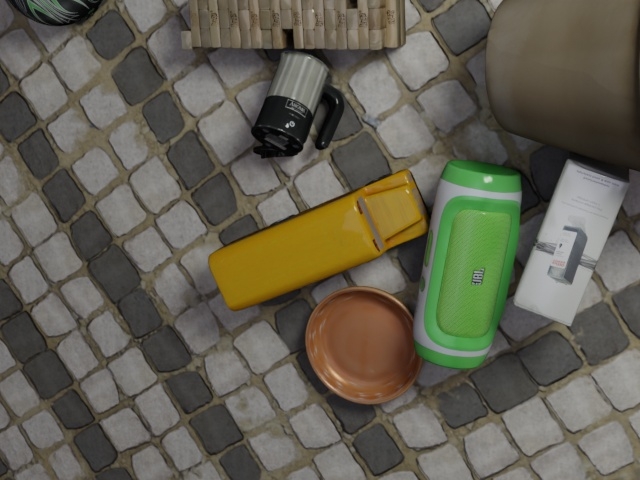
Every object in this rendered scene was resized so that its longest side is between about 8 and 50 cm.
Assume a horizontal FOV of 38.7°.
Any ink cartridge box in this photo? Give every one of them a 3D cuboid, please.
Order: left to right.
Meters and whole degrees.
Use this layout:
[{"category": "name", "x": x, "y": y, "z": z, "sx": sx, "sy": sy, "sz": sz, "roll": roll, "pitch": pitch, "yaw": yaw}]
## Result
[{"category": "ink cartridge box", "x": 0.353, "y": -0.009, "z": 1.286, "sx": 0.092, "sy": 0.158, "sz": 0.218, "roll": 23, "pitch": 109, "yaw": 12}]

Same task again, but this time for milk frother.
[{"category": "milk frother", "x": -0.051, "y": -0.201, "z": 1.422, "sx": 0.143, "sy": 0.129, "sz": 0.134, "roll": 1, "pitch": 65, "yaw": 47}]

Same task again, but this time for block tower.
[{"category": "block tower", "x": -0.045, "y": -0.339, "z": 1.382, "sx": 0.335, "sy": 0.091, "sz": 0.097, "roll": 3, "pitch": 107, "yaw": 18}]

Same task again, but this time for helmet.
[{"category": "helmet", "x": -0.435, "y": -0.429, "z": 1.460, "sx": 0.169, "sy": 0.161, "sz": 0.169, "roll": 4, "pitch": 103, "yaw": 18}]

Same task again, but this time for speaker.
[{"category": "speaker", "x": 0.217, "y": 0.036, "z": 1.361, "sx": 0.131, "sy": 0.131, "sz": 0.296, "roll": 12, "pitch": 106, "yaw": 16}]

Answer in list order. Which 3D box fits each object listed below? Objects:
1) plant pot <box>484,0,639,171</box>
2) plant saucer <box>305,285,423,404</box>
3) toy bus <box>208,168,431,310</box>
[{"category": "plant pot", "x": 0.379, "y": -0.230, "z": 1.176, "sx": 0.280, "sy": 0.323, "sz": 0.323, "roll": 6, "pitch": 104, "yaw": 36}, {"category": "plant saucer", "x": 0.074, "y": 0.168, "z": 1.487, "sx": 0.200, "sy": 0.037, "sz": 0.200, "roll": 4, "pitch": 104, "yaw": 18}, {"category": "toy bus", "x": 0.000, "y": 0.000, "z": 1.424, "sx": 0.333, "sy": 0.130, "sz": 0.108, "roll": -22, "pitch": 94, "yaw": 22}]
